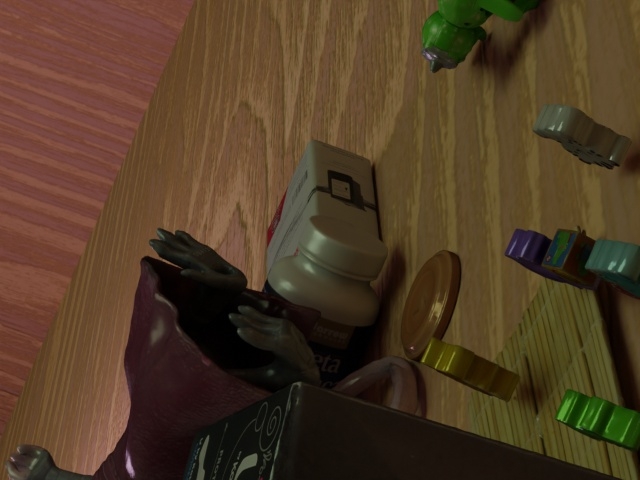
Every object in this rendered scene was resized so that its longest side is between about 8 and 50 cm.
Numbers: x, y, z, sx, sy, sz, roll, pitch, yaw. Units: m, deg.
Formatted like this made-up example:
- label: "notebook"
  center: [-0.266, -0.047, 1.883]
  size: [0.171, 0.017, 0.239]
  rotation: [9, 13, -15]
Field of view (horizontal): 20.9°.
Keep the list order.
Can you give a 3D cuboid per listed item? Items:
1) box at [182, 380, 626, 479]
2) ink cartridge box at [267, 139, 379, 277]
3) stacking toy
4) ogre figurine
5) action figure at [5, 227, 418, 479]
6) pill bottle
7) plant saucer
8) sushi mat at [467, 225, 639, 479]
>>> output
- label: "box"
  center: [0.065, 0.169, 0.640]
  size: [0.142, 0.247, 0.163]
  rotation: [141, 146, -67]
- label: "ink cartridge box"
  center: [0.000, 0.000, 1.516]
  size: [0.150, 0.063, 0.109]
  rotation: [-93, 26, -57]
- label: "stacking toy"
  center: [0.147, 0.016, 0.909]
  size: [0.167, 0.052, 0.221]
  rotation: [-64, 22, -4]
- label: "ogre figurine"
  center: [0.120, -0.203, 1.273]
  size: [0.197, 0.097, 0.118]
  rotation: [-44, 8, 31]
- label: "action figure"
  center: [-0.115, 0.192, 1.330]
  size: [0.248, 0.275, 0.370]
  rotation: [-84, 15, -73]
- label: "pill bottle"
  center: [-0.009, 0.070, 1.390]
  size: [0.094, 0.094, 0.169]
  rotation: [-110, 41, -69]
- label: "plant saucer"
  center: [0.077, 0.046, 1.257]
  size: [0.083, 0.013, 0.083]
  rotation: [-161, 90, -77]
- label: "sushi mat"
  center: [0.127, 0.140, 0.922]
  size: [0.316, 0.019, 0.151]
  rotation: [-92, 26, -54]
